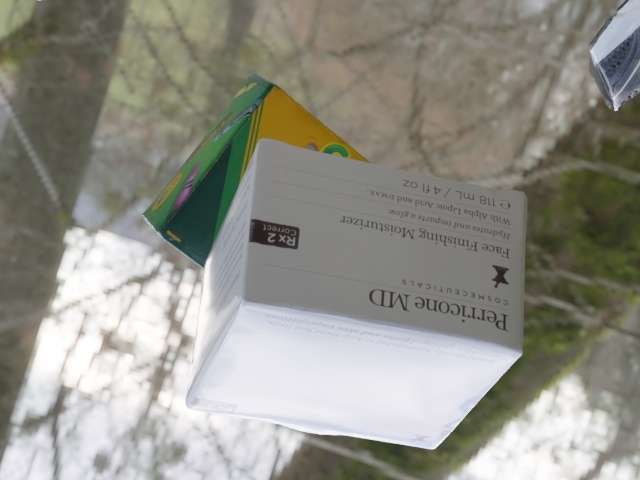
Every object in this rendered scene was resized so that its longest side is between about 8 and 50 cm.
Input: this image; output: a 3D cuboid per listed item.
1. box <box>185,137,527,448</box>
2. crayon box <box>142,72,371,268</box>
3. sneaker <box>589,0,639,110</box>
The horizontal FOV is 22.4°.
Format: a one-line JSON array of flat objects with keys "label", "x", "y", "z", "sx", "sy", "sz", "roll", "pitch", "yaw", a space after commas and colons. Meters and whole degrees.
[{"label": "box", "x": 0.020, "y": 0.041, "z": 1.051, "sx": 0.181, "sy": 0.119, "sz": 0.182, "roll": 11, "pitch": 151, "yaw": -11}, {"label": "crayon box", "x": 0.000, "y": 0.000, "z": 1.457, "sx": 0.278, "sy": 0.165, "sz": 0.081, "roll": 38, "pitch": 180, "yaw": -21}, {"label": "sneaker", "x": 0.189, "y": -0.097, "z": 0.634, "sx": 0.077, "sy": 0.178, "sz": 0.072, "roll": 57, "pitch": -160, "yaw": 3}]
